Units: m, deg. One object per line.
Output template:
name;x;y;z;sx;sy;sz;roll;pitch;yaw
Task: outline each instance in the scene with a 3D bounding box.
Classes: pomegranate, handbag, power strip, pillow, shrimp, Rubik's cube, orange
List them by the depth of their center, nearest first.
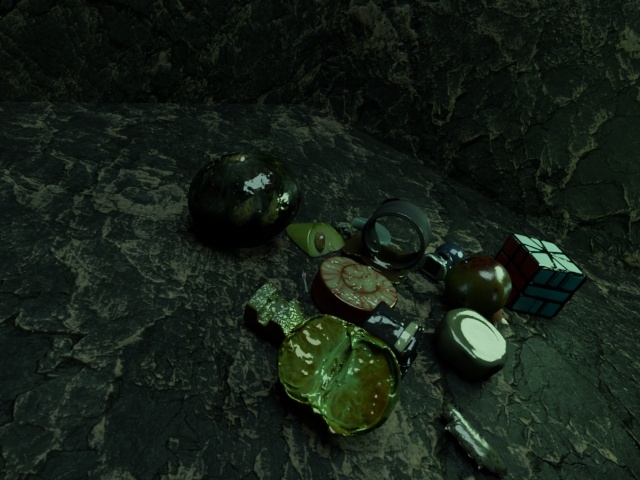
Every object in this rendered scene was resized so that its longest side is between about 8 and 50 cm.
orange;0.054;0.357;1.101;0.335;0.262;0.196;23;-3;19
pillow;0.428;0.577;1.162;0.093;0.051;0.241;-8;43;-39
handbag;0.209;0.324;1.246;0.181;0.254;0.181;33;47;18
pomegranate;0.675;0.226;1.741;0.291;0.323;0.290;-13;25;6
Rubik's cube;1.034;0.171;1.962;0.289;0.283;0.293;14;34;-13
shrimp;0.124;-0.051;2.028;0.091;0.034;0.161;1;27;-10
power strip;0.267;-0.044;2.076;0.168;0.054;0.253;1;35;-34

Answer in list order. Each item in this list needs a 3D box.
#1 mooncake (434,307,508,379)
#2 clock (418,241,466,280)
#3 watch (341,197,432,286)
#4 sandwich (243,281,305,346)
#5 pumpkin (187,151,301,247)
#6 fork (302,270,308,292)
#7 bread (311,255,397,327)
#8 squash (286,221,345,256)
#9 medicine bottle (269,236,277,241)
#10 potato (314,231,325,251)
mooncake;0.549;0.380;1.478;0.275;0.135;0.275;16;34;-11
clock;0.608;0.102;1.963;0.243;0.146;0.200;-22;45;-40
watch;0.299;-0.011;1.767;0.335;0.326;0.314;28;30;13
sandwich;-0.125;0.256;1.280;0.236;0.128;0.122;30;39;17
pumpkin;-0.304;-0.182;1.633;0.455;0.343;0.454;-2;39;2
fork;-0.060;0.165;1.580;0.016;0.012;0.115;6;38;-17
bread;0.128;0.197;1.535;0.328;0.114;0.295;28;30;10
squash;-0.037;-0.013;1.876;0.237;0.155;0.203;-15;82;-47
medicine bottle;-0.230;-0.043;1.764;0.058;0.058;0.091;1;35;-30
potato;-0.001;-0.001;1.772;0.037;0.036;0.093;12;65;-40
